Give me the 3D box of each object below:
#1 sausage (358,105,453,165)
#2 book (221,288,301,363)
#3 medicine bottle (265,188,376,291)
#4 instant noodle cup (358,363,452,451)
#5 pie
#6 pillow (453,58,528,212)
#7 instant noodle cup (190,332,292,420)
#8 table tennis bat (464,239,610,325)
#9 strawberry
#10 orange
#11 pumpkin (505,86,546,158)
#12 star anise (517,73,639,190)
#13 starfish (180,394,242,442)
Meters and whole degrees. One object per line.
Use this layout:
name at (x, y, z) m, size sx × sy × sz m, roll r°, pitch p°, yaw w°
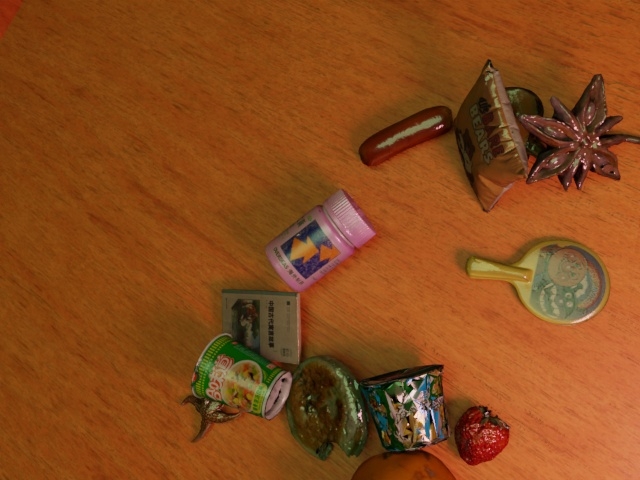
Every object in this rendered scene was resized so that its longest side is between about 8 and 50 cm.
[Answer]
sausage at (0.247, -0.310, 1.725) m, size 0.300 × 0.083 × 0.089 m, roll -24°, pitch 86°, yaw 15°
book at (-0.183, 0.254, 1.771) m, size 0.282 × 0.025 × 0.215 m, roll -2°, pitch 91°, yaw 29°
medicine bottle at (0.000, 0.000, 1.707) m, size 0.290 × 0.178 × 0.178 m, roll -37°, pitch 71°, yaw 11°
instant noodle cup at (0.229, 0.435, 1.531) m, size 0.240 × 0.240 × 0.178 m, roll -15°, pitch 83°, yaw 16°
pie at (0.013, 0.471, 1.652) m, size 0.302 × 0.067 × 0.303 m, roll 0°, pitch 89°, yaw 41°
pillow at (0.439, -0.258, 1.538) m, size 0.119 × 0.312 × 0.310 m, roll -10°, pitch 77°, yaw -5°
instant noodle cup at (-0.218, 0.403, 1.678) m, size 0.232 × 0.207 × 0.207 m, roll 20°, pitch 88°, yaw 21°
table tennis bat at (0.572, 0.097, 1.561) m, size 0.368 × 0.054 × 0.224 m, roll 11°, pitch 84°, yaw 17°
strawberry at (0.408, 0.504, 1.512) m, size 0.131 × 0.131 × 0.148 m, roll 42°, pitch 88°, yaw 20°
orange at (0.209, 0.672, 1.452) m, size 0.312 × 0.312 × 0.312 m, roll -3°, pitch 80°, yaw 19°
pumpkin at (0.556, -0.318, 1.597) m, size 0.126 × 0.131 × 0.248 m, roll -23°, pitch 76°, yaw 14°
star anise at (0.670, -0.255, 1.515) m, size 0.349 × 0.109 × 0.292 m, roll -30°, pitch 115°, yaw 1°
starfish at (-0.342, 0.524, 1.803) m, size 0.213 × 0.057 × 0.238 m, roll 21°, pitch 88°, yaw 28°
